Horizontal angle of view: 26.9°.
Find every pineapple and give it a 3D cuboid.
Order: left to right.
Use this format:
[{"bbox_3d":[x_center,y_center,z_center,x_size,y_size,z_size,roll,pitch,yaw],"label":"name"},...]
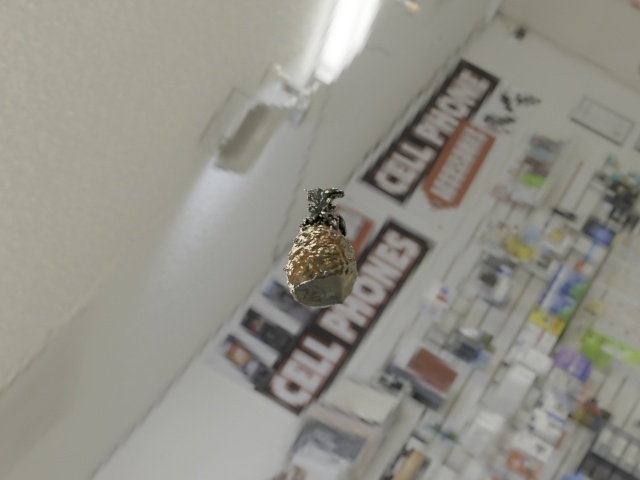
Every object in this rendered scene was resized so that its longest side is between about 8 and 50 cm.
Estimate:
[{"bbox_3d":[0.000,0.000,1.943,0.108,0.108,0.198,107,166,-52],"label":"pineapple"}]
